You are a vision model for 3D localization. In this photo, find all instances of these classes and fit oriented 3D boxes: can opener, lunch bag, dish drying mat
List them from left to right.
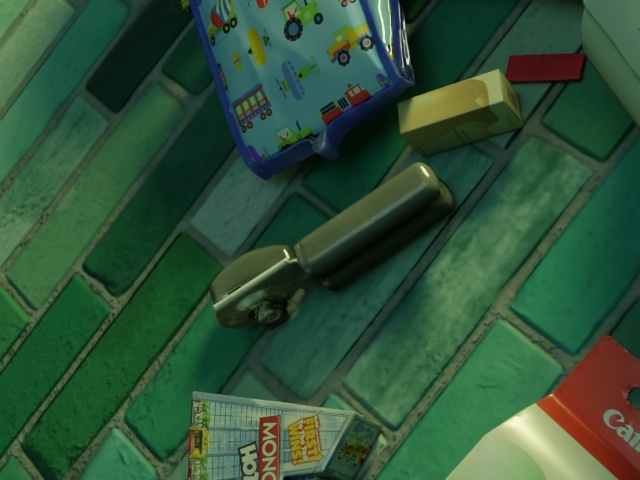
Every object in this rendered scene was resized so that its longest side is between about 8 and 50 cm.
[{"bbox_3d":[-0.019,-0.223,1.267,0.221,0.138,0.293,-28,61,32],"label":"lunch bag"},{"bbox_3d":[0.000,0.000,1.205,0.283,0.076,0.095,-34,56,13],"label":"can opener"},{"bbox_3d":[0.231,-0.177,1.183,0.083,0.008,0.032,3,70,34],"label":"dish drying mat"}]

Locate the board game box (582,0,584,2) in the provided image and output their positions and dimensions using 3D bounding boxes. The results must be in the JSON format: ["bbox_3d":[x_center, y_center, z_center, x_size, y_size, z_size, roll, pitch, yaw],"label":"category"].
[{"bbox_3d":[0.298,-0.211,1.047,0.092,0.181,0.043,-35,55,14],"label":"board game box"}]

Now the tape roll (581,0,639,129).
[{"bbox_3d":[0.362,-0.168,0.951,0.246,0.246,0.169,-35,55,14],"label":"tape roll"}]

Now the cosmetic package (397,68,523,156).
[{"bbox_3d":[0.143,-0.129,1.184,0.115,0.060,0.041,-17,60,27],"label":"cosmetic package"}]

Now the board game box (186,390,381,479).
[{"bbox_3d":[-0.037,0.236,1.133,0.194,0.060,0.194,-13,63,27],"label":"board game box"}]

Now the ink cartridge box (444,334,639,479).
[{"bbox_3d":[0.228,0.209,0.987,0.224,0.056,0.181,-50,53,5],"label":"ink cartridge box"}]

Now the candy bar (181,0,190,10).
[{"bbox_3d":[-0.110,-0.323,1.451,0.161,0.018,0.040,-9,61,29],"label":"candy bar"}]
